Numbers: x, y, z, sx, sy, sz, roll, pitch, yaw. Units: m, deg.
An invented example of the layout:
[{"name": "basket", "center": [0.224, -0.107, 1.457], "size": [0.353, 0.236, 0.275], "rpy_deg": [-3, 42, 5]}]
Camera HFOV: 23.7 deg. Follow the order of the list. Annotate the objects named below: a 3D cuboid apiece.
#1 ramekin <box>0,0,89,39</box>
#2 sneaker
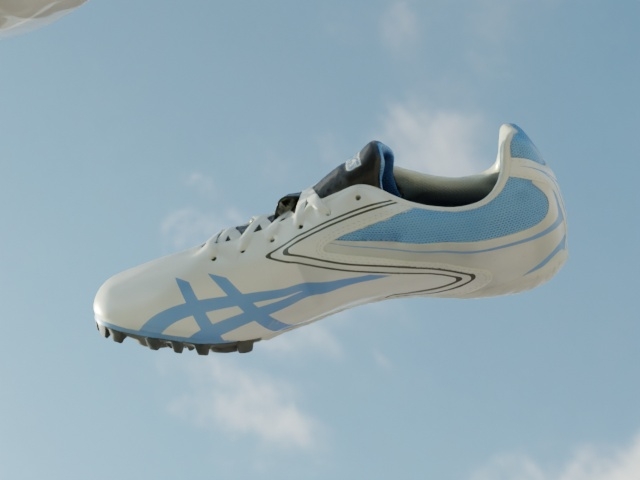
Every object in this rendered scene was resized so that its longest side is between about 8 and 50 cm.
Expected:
[{"name": "ramekin", "center": [-0.118, -0.196, 0.561], "size": [0.273, 0.273, 0.127], "rpy_deg": [-38, -52, 23]}, {"name": "sneaker", "center": [0.000, 0.000, 0.742], "size": [0.237, 0.085, 0.086], "rpy_deg": [-13, -79, 10]}]
